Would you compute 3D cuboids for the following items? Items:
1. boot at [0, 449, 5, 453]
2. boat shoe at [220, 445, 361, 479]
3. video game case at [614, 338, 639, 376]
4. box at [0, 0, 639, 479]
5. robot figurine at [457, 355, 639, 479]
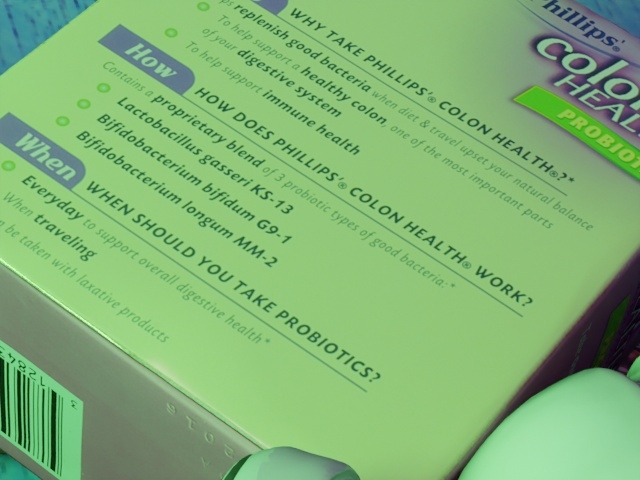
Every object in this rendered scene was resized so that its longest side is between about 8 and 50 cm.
[{"bbox_3d":[-0.146,0.081,0.721,0.114,0.037,0.106,3,52,-15],"label":"boot"},{"bbox_3d":[-0.082,0.192,0.527,0.105,0.113,0.306,21,91,19],"label":"boat shoe"},{"bbox_3d":[0.050,0.073,0.736,0.190,0.022,0.173,13,50,1],"label":"video game case"},{"bbox_3d":[0.000,0.000,0.697,0.213,0.117,0.243,33,54,17],"label":"box"},{"bbox_3d":[0.179,0.110,0.555,0.353,0.300,0.200,-17,95,-10],"label":"robot figurine"}]
